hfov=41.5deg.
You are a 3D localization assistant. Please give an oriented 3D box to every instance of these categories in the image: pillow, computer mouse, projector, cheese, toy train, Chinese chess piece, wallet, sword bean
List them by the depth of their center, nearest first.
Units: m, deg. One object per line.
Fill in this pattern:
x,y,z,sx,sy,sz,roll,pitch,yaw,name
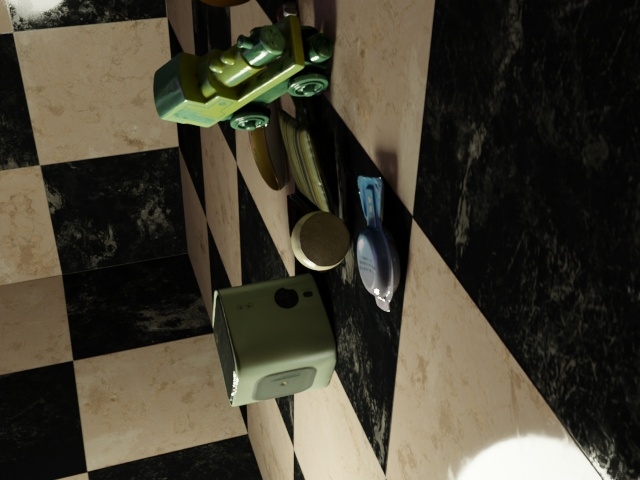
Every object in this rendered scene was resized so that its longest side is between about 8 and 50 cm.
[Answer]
0.100,0.006,1.505,0.135,0.052,0.245,-160,63,-70,cheese
-0.147,-0.338,1.706,0.369,0.237,0.150,-22,70,45,toy train
0.000,0.000,1.729,0.051,0.122,0.122,-11,88,65,Chinese chess piece
-0.032,-0.171,1.831,0.212,0.052,0.208,-132,23,-62,pillow
-0.078,-0.360,1.843,0.269,0.043,0.038,60,171,13,sword bean
-0.033,-0.021,1.989,0.230,0.042,0.124,-128,29,-63,wallet
-0.121,0.245,2.081,0.248,0.249,0.248,104,152,-55,projector
-0.143,-0.280,2.170,0.158,0.072,0.310,-160,62,-70,computer mouse

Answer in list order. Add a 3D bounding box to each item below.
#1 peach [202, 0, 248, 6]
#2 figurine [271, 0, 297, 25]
-0.197,-0.642,1.753,0.289,0.289,0.308,97,151,-47,peach
-0.085,-0.478,1.868,0.129,0.054,0.072,112,153,-60,figurine
